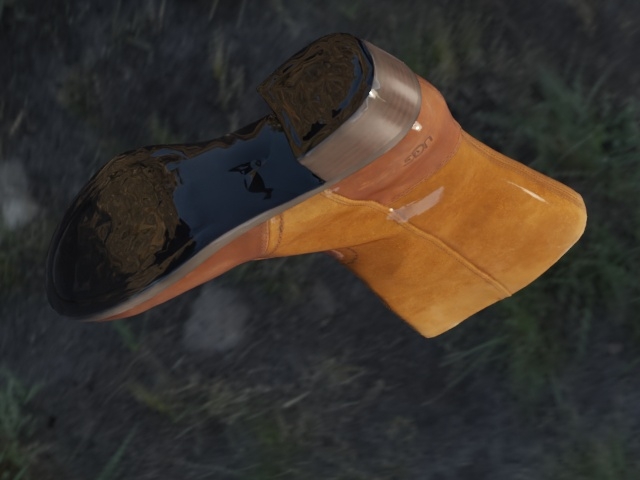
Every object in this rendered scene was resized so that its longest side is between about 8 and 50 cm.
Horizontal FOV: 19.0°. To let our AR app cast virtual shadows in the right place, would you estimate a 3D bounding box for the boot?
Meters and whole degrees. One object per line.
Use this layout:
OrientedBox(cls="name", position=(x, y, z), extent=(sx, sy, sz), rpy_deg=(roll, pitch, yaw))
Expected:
OrientedBox(cls="boot", position=(0.000, 0.000, 1.195), extent=(0.264, 0.280, 0.096), rpy_deg=(-39, 56, 14))
